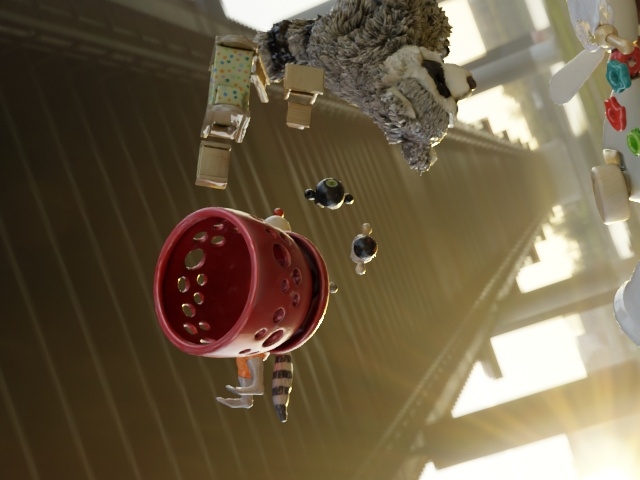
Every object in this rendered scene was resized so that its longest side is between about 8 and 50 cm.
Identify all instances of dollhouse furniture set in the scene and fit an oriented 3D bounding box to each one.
[{"bbox_3d":[-0.076,-0.165,1.355,0.101,0.161,0.181,126,150,-69],"label":"dollhouse furniture set"}]

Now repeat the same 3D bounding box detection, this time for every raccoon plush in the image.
[{"bbox_3d":[0.050,-0.235,1.673,0.216,0.446,0.299,36,-130,-37],"label":"raccoon plush"}]

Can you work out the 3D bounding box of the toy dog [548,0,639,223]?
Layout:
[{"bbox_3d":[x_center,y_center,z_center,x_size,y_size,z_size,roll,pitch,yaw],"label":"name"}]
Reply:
[{"bbox_3d":[0.432,-0.190,1.398,0.161,0.220,0.333,-66,-19,-83],"label":"toy dog"}]

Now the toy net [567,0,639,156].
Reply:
[{"bbox_3d":[0.367,-0.216,1.226,0.122,0.045,0.232,97,149,-68],"label":"toy net"}]

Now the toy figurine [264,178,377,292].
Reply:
[{"bbox_3d":[0.000,0.000,2.048,0.209,0.213,0.148,57,174,2],"label":"toy figurine"}]

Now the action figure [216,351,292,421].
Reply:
[{"bbox_3d":[-0.081,0.164,1.886,0.341,0.179,0.330,86,-153,-69],"label":"action figure"}]

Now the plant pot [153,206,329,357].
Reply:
[{"bbox_3d":[-0.096,0.064,1.325,0.174,0.191,0.191,17,-128,-49],"label":"plant pot"}]

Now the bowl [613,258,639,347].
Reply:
[{"bbox_3d":[0.525,0.054,1.250,0.298,0.298,0.134,-78,-8,-63],"label":"bowl"}]

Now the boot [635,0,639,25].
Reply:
[{"bbox_3d":[0.575,-0.412,1.738,0.248,0.090,0.207,51,-128,-13],"label":"boot"}]
